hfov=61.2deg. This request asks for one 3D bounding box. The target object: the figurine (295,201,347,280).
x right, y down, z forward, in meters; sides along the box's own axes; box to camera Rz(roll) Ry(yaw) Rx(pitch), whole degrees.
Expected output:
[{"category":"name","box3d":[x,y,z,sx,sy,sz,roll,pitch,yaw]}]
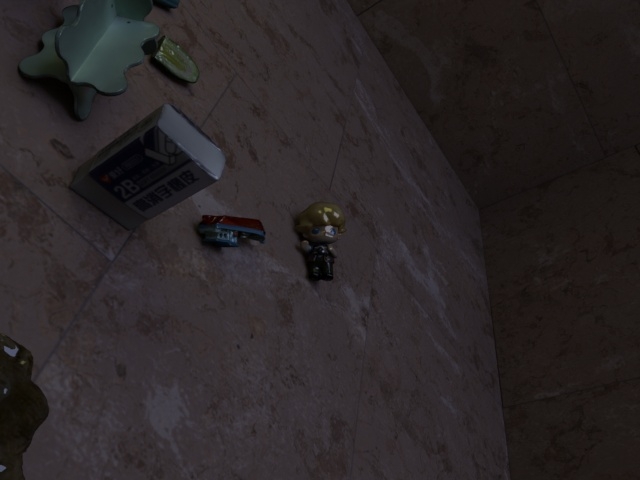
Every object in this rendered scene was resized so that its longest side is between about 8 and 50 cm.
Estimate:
[{"category":"figurine","box3d":[0.000,0.000,1.315,0.108,0.114,0.195,65,27,-59]}]

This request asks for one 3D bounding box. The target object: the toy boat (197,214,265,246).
[{"category":"toy boat","box3d":[-0.166,-0.015,1.067,0.173,0.069,0.058,5,84,-57]}]

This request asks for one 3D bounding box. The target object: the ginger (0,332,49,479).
[{"category":"ginger","box3d":[-0.395,0.135,0.545,0.332,0.080,0.166,59,34,-19]}]

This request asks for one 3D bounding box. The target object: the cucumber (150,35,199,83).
[{"category":"cucumber","box3d":[-0.305,-0.370,1.138,0.107,0.035,0.067,37,57,-43]}]

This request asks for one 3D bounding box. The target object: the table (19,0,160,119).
[{"category":"table","box3d":[-0.367,-0.310,0.875,0.166,0.167,0.198,43,43,-36]}]

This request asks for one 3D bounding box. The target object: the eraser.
[{"category":"eraser","box3d":[-0.261,-0.103,0.818,0.124,0.210,0.067,43,36,-36]}]

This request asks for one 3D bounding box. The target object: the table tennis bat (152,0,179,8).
[{"category":"table tennis bat","box3d":[-0.387,-0.527,1.122,0.237,0.038,0.149,-10,77,-58]}]
